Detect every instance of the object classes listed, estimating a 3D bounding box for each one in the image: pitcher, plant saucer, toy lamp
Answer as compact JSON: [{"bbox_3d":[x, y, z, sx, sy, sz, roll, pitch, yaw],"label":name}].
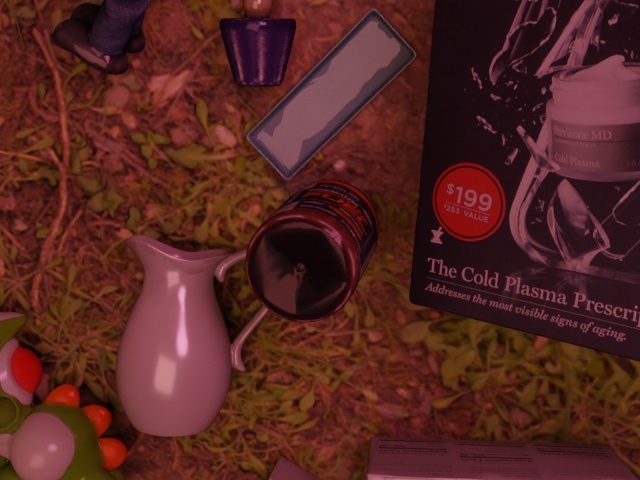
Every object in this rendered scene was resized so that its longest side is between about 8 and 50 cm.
[{"bbox_3d":[-0.132,0.104,0.987,0.177,0.125,0.207,4,95,-4],"label":"pitcher"},{"bbox_3d":[0.010,-0.149,0.932,0.192,0.018,0.067,-42,93,20],"label":"plant saucer"},{"bbox_3d":[-0.061,-0.289,0.880,0.080,0.080,0.275,5,104,11],"label":"toy lamp"}]

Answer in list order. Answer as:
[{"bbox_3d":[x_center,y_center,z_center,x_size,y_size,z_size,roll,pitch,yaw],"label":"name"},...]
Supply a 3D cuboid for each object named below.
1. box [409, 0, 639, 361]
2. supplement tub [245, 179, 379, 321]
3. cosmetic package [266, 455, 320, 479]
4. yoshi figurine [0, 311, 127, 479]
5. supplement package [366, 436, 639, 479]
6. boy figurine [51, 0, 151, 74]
[{"bbox_3d":[0.272,-0.076,0.757,0.343,0.179,0.313,12,107,30],"label":"box"},{"bbox_3d":[0.000,0.000,0.879,0.106,0.198,0.106,3,106,10],"label":"supplement tub"},{"bbox_3d":[0.026,0.361,1.045,0.239,0.060,0.099,31,110,3],"label":"cosmetic package"},{"bbox_3d":[-0.399,0.229,1.045,0.362,0.203,0.203,42,125,-4],"label":"yoshi figurine"},{"bbox_3d":[0.177,0.321,0.921,0.261,0.145,0.204,1,92,5],"label":"supplement package"},{"bbox_3d":[-0.161,-0.290,0.838,0.092,0.177,0.285,28,128,-8],"label":"boy figurine"}]
